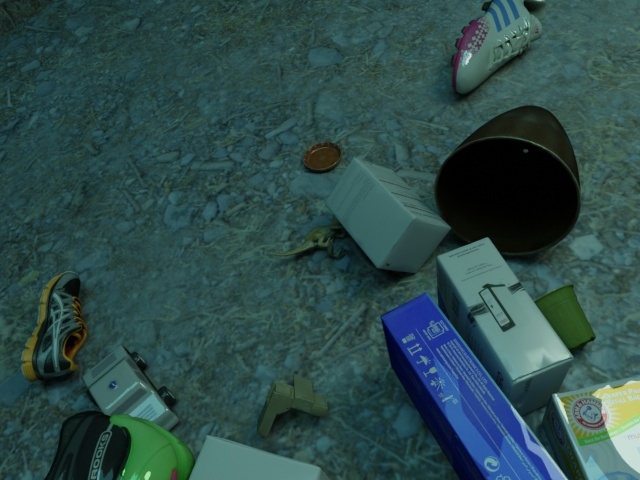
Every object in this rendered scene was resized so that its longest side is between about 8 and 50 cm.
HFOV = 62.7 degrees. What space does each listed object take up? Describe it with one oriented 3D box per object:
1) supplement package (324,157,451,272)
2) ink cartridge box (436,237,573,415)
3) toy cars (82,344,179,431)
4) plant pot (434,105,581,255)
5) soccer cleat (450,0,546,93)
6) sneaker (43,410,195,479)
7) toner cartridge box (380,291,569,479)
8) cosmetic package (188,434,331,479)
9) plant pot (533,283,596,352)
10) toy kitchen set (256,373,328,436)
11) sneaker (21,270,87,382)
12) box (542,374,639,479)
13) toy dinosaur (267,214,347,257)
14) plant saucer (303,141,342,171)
[{"bbox_3d":[0.110,-0.043,0.894,0.105,0.105,0.179,-56,48,23],"label":"supplement package"},{"bbox_3d":[0.241,0.123,0.724,0.086,0.148,0.203,-21,51,-3],"label":"ink cartridge box"},{"bbox_3d":[-0.310,0.319,0.764,0.177,0.087,0.393,-9,51,8],"label":"toy cars"},{"bbox_3d":[0.328,-0.128,0.880,0.215,0.215,0.230,12,42,24],"label":"plant pot"},{"bbox_3d":[0.393,-0.438,1.139,0.143,0.116,0.331,17,59,27],"label":"soccer cleat"},{"bbox_3d":[-0.322,0.416,0.587,0.202,0.185,0.482,25,77,21],"label":"sneaker"},{"bbox_3d":[0.194,0.243,0.634,0.075,0.165,0.347,-27,51,-6],"label":"toner cartridge box"},{"bbox_3d":[-0.096,0.427,0.552,0.155,0.197,0.365,5,53,21],"label":"cosmetic package"},{"bbox_3d":[0.347,0.117,0.752,0.083,0.083,0.079,-25,62,-4],"label":"plant pot"},{"bbox_3d":[-0.043,0.250,0.786,0.083,0.075,0.068,20,12,-9],"label":"toy kitchen set"},{"bbox_3d":[-0.462,0.153,0.950,0.083,0.084,0.214,-1,55,-2],"label":"sneaker"},{"bbox_3d":[0.352,0.276,0.603,0.114,0.103,0.203,-13,51,5],"label":"box"},{"bbox_3d":[0.000,0.000,0.962,0.183,0.053,0.093,-38,37,-24],"label":"toy dinosaur"},{"bbox_3d":[0.005,-0.175,1.109,0.084,0.013,0.083,-8,51,9],"label":"plant saucer"}]
